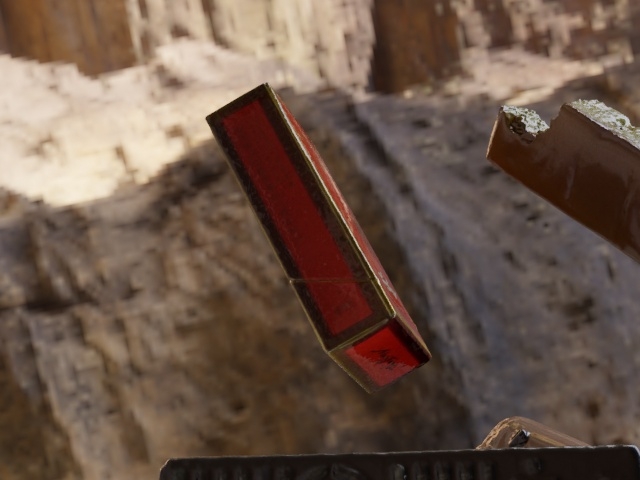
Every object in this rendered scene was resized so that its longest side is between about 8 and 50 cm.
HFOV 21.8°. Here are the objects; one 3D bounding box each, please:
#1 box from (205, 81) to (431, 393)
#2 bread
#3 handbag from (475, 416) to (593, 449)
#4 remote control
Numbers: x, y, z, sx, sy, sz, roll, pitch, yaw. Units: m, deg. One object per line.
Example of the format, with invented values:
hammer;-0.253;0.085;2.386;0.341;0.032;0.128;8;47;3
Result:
box;-0.001;0.000;1.399;0.240;0.074;0.153;61;1;23
bread;0.216;-0.050;1.242;0.226;0.049;0.088;40;-48;42
handbag;0.272;0.302;1.469;0.283;0.149;0.302;42;-13;-30
remote control;0.035;0.134;0.810;0.025;0.245;0.063;54;36;-66
